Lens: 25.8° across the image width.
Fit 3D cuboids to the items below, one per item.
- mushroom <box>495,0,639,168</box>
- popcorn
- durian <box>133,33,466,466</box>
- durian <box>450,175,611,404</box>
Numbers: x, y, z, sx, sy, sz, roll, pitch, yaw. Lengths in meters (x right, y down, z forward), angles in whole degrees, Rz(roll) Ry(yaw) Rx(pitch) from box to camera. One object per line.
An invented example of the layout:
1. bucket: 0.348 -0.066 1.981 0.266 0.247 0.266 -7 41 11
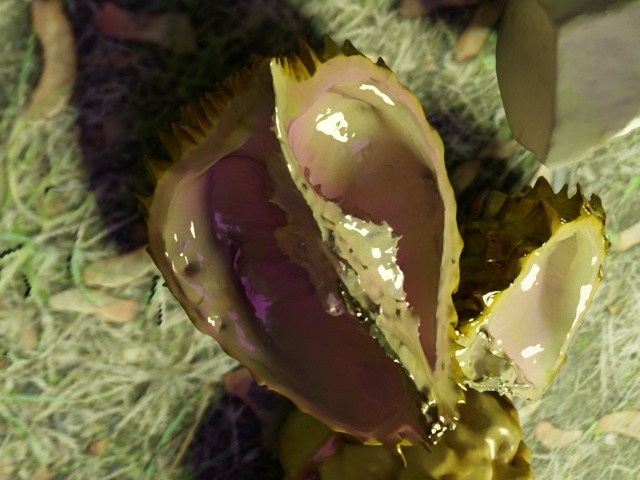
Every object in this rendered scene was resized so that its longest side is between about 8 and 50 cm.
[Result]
1. mushroom: 0.204 -0.127 0.712 0.270 0.103 0.118 -20 133 -27
2. popcorn: 0.045 0.169 0.812 0.163 0.140 0.194 19 110 -47
3. durian: -0.002 0.000 0.642 0.182 0.132 0.165 28 104 -25
4. durian: 0.102 0.034 0.792 0.140 0.078 0.224 -57 155 -9
